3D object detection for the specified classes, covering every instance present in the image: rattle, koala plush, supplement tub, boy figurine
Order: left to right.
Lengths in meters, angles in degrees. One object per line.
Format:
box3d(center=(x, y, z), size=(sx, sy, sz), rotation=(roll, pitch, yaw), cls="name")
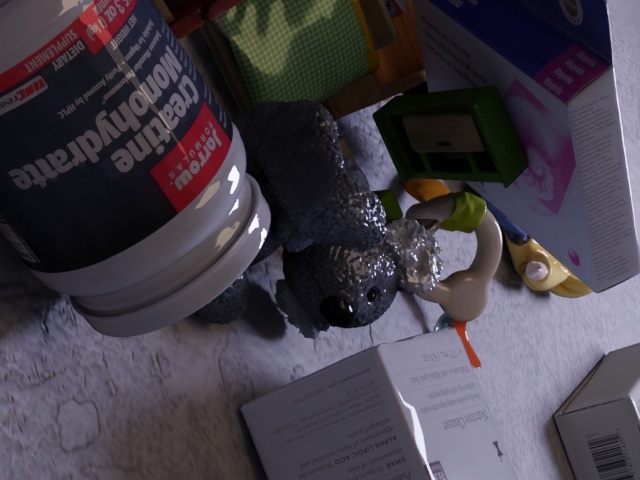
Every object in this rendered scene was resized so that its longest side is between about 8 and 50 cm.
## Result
box3d(center=(-0.174, -0.082, 1.345), size=(0.272, 0.191, 0.191), rotation=(57, 29, -29), cls="supplement tub")
box3d(center=(0.000, 0.000, 1.664), size=(0.221, 0.196, 0.203), rotation=(45, 26, -38), cls="koala plush")
box3d(center=(0.131, 0.036, 2.089), size=(0.130, 0.143, 0.199), rotation=(-25, 115, -34), cls="rattle")
box3d(center=(0.284, -0.007, 2.366), size=(0.285, 0.092, 0.177), rotation=(48, 31, -35), cls="boy figurine")

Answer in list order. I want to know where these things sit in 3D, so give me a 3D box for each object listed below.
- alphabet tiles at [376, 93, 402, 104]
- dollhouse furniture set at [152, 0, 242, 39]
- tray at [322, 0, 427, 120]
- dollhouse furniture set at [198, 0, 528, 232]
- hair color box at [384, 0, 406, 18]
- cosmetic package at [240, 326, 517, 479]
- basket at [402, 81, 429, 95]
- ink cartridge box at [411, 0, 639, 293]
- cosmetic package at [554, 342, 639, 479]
box3d(center=(0.020, -0.245, 2.079), size=(0.237, 0.009, 0.198), rotation=(-24, 96, -65), cls="alphabet tiles")
box3d(center=(-0.168, -0.311, 1.556), size=(0.201, 0.152, 0.374), rotation=(59, 1, -24), cls="dollhouse furniture set")
box3d(center=(-0.004, -0.347, 2.002), size=(0.203, 0.076, 0.410), rotation=(-30, 98, -63), cls="tray")
box3d(center=(0.041, -0.147, 1.791), size=(0.197, 0.151, 0.301), rotation=(-41, 117, -31), cls="dollhouse furniture set")
box3d(center=(0.029, -0.314, 1.902), size=(0.167, 0.053, 0.093), rotation=(51, 31, -35), cls="hair color box")
box3d(center=(0.098, 0.289, 1.651), size=(0.217, 0.156, 0.385), rotation=(-6, 71, -66), cls="cosmetic package")
box3d(center=(0.156, -0.270, 2.203), size=(0.227, 0.154, 0.204), rotation=(-34, 106, -72), cls="basket")
box3d(center=(0.201, -0.155, 1.885), size=(0.324, 0.071, 0.330), rotation=(46, -23, 51), cls="ink cartridge box")
box3d(center=(0.426, 0.248, 2.457), size=(0.309, 0.113, 0.160), rotation=(-28, 99, -66), cls="cosmetic package")
